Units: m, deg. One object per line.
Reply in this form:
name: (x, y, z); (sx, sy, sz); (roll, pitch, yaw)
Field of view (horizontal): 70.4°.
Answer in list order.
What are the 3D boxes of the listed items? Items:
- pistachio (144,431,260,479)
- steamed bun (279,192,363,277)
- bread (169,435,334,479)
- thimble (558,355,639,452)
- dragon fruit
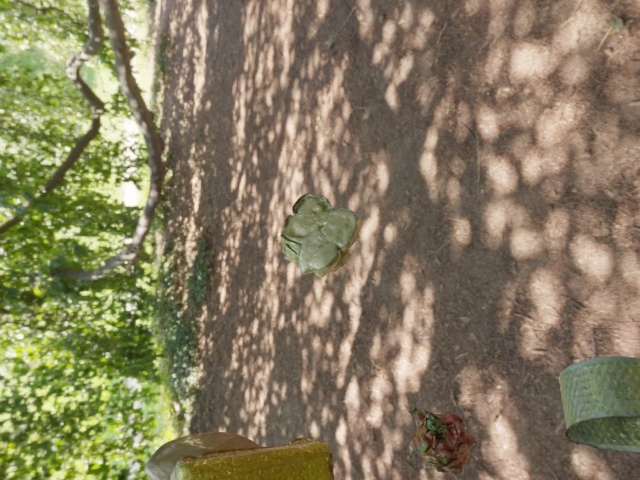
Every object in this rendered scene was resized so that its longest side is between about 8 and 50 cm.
pistachio: (-0.266, 0.559, 1.096); (0.162, 0.292, 0.182); (86, -172, -63)
steamed bun: (0.000, 0.000, 1.061); (0.177, 0.106, 0.192); (18, 71, 24)
bread: (-0.124, 0.581, 0.896); (0.143, 0.332, 0.324); (-29, 60, 59)
thimble: (0.723, 0.400, 1.093); (0.271, 0.270, 0.150); (129, 158, -50)
dragon fruit: (0.277, 0.463, 1.077); (0.137, 0.236, 0.135); (-9, 43, 44)
